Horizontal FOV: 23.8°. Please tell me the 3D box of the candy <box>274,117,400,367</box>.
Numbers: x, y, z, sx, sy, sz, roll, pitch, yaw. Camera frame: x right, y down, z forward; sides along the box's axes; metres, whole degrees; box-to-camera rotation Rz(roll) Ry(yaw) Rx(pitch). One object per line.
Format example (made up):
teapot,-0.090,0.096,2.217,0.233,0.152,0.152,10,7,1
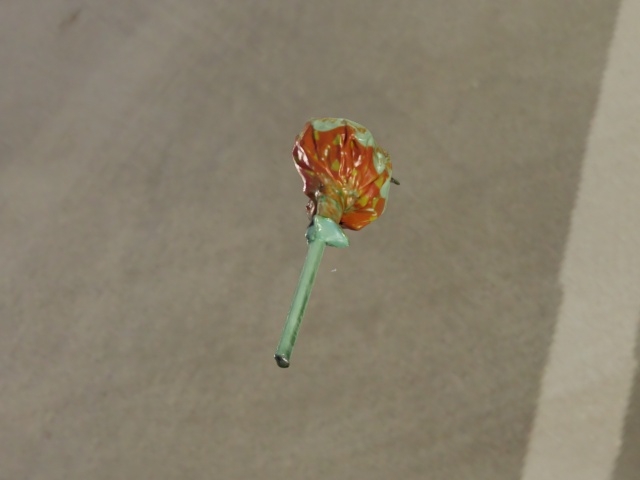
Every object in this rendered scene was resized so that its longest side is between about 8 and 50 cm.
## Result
candy,0.000,0.000,0.654,0.049,0.055,0.184,-38,17,26
